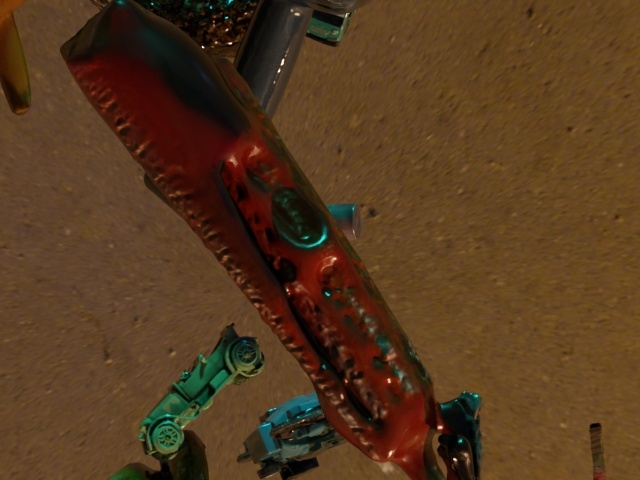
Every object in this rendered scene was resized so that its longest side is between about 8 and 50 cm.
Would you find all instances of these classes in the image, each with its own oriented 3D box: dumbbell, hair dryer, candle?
[{"bbox_3d":[-0.057,-0.168,1.071,0.144,0.160,0.325,26,113,3],"label":"dumbbell"},{"bbox_3d":[0.000,0.000,1.093,0.063,0.114,0.037,-2,119,14],"label":"hair dryer"},{"bbox_3d":[-0.013,0.014,0.506,0.084,0.059,0.302,-34,89,-47],"label":"candle"}]

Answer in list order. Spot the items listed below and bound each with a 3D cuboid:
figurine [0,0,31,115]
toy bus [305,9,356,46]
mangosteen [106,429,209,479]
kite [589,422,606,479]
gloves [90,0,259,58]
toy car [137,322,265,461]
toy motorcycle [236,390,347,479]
[{"bbox_3d":[-0.443,-0.271,1.002,0.268,0.387,0.401,33,93,27],"label":"figurine"},{"bbox_3d":[0.023,-0.389,1.737,0.079,0.092,0.160,22,47,1],"label":"toy bus"},{"bbox_3d":[-0.141,0.373,1.082,0.306,0.306,0.360,26,68,-2],"label":"mangosteen"},{"bbox_3d":[0.276,0.209,0.909,0.152,0.285,0.015,-1,60,16],"label":"kite"},{"bbox_3d":[-0.154,-0.299,1.379,0.210,0.312,0.135,-9,126,-31],"label":"gloves"},{"bbox_3d":[-0.114,0.143,1.019,0.054,0.073,0.143,45,69,0],"label":"toy car"},{"bbox_3d":[-0.010,0.242,1.432,0.182,0.272,0.124,-16,75,-24],"label":"toy motorcycle"}]
